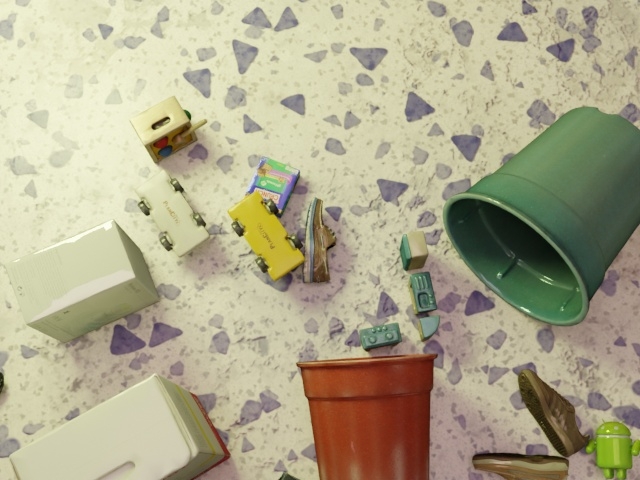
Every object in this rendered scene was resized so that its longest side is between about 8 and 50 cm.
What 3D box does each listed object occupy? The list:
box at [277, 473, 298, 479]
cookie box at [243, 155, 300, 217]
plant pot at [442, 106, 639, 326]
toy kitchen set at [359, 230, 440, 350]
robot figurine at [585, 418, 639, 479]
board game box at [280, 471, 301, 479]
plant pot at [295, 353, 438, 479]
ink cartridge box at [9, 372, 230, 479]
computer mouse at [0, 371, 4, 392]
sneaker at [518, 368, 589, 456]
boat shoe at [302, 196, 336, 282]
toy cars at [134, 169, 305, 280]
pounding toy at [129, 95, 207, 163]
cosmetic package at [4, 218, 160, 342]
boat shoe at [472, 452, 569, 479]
[{"bbox_3d":[0.011,0.650,1.429,0.395,0.212,0.293,33,35,1],"label":"box"},{"bbox_3d":[-0.105,-0.116,1.825,0.092,0.040,0.107,22,77,6],"label":"cookie box"},{"bbox_3d":[0.478,-0.067,1.668,0.341,0.341,0.334,42,71,11],"label":"plant pot"},{"bbox_3d":[0.147,0.106,1.716,0.166,0.122,0.207,-11,75,-2],"label":"toy kitchen set"},{"bbox_3d":[0.575,0.408,1.651,0.101,0.067,0.115,-5,73,31],"label":"robot figurine"},{"bbox_3d":[-0.056,0.572,1.639,0.136,0.035,0.201,24,77,8],"label":"board game box"},{"bbox_3d":[0.096,0.354,1.594,0.272,0.272,0.265,-3,83,1],"label":"plant pot"},{"bbox_3d":[-0.340,0.390,1.515,0.279,0.384,0.160,-29,76,-7],"label":"ink cartridge box"},{"bbox_3d":[-0.802,0.311,1.717,0.272,0.072,0.188,24,74,-5],"label":"computer mouse"},{"bbox_3d":[0.465,0.335,1.686,0.071,0.066,0.188,-23,80,-22],"label":"sneaker"},{"bbox_3d":[0.000,0.000,1.784,0.066,0.066,0.183,4,85,-2],"label":"boat shoe"},{"bbox_3d":[-0.210,-0.026,1.784,0.394,0.087,0.176,13,77,9],"label":"toy cars"},{"bbox_3d":[-0.318,-0.237,1.817,0.141,0.130,0.100,-30,76,-7],"label":"pounding toy"},{"bbox_3d":[-0.465,0.087,1.684,0.225,0.224,0.138,-25,75,-5],"label":"cosmetic package"},{"bbox_3d":[0.391,0.456,1.647,0.190,0.068,0.072,4,86,2],"label":"boat shoe"}]
